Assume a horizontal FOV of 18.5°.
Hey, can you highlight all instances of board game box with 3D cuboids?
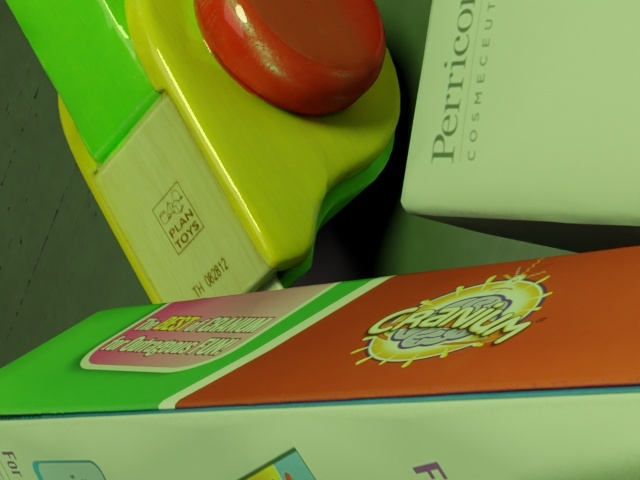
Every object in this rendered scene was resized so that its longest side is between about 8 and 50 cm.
[{"bbox_3d":[0.055,0.125,0.453,0.316,0.064,0.242,-8,110,53],"label":"board game box"}]

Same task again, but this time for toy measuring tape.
[{"bbox_3d":[0.000,0.000,0.671,0.121,0.121,0.330,-42,71,40],"label":"toy measuring tape"}]

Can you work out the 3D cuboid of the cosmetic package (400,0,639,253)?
[{"bbox_3d":[0.149,-0.101,0.431,0.225,0.138,0.224,3,83,56],"label":"cosmetic package"}]
